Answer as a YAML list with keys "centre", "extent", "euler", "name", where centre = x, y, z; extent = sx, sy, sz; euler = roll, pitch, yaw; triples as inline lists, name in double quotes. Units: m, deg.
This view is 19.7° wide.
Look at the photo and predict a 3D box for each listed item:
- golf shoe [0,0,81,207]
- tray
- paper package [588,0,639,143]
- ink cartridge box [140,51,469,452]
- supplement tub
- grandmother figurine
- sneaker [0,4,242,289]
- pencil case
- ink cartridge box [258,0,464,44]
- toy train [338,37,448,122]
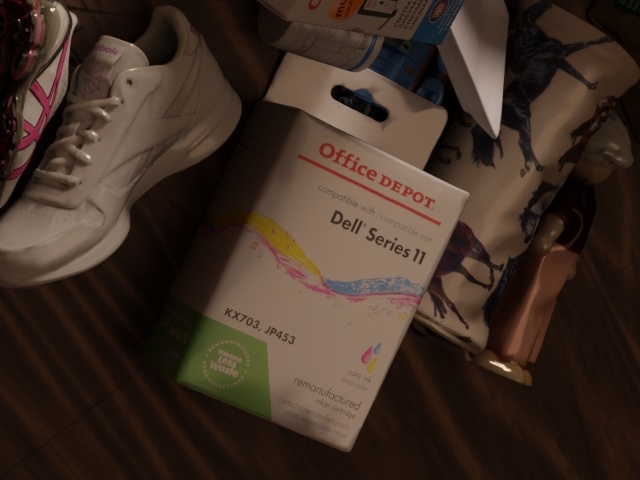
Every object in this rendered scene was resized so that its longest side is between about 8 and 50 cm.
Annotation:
- centre: [-0.244, -0.109, 1.529]
  extent: [0.086, 0.067, 0.186]
  euler: [6, 105, -55]
  name: "golf shoe"
- centre: [0.150, -0.224, 1.869]
  extent: [0.270, 0.030, 0.145]
  euler: [-78, 148, -55]
  name: "tray"
- centre: [0.516, -0.290, 2.305]
  extent: [0.325, 0.168, 0.309]
  euler: [-53, 141, -15]
  name: "paper package"
- centre: [0.000, 0.000, 1.791]
  extent: [0.207, 0.119, 0.353]
  euler: [24, 90, -23]
  name: "ink cartridge box"
- centre: [0.002, -0.206, 1.758]
  extent: [0.107, 0.071, 0.071]
  euler: [15, 99, -34]
  name: "supplement tub"
- centre: [0.277, 0.001, 2.204]
  extent: [0.208, 0.104, 0.342]
  euler: [30, 83, -83]
  name: "grandmother figurine"
- centre: [-0.198, -0.084, 1.587]
  extent: [0.305, 0.114, 0.152]
  euler: [-49, 133, -33]
  name: "sneaker"
- centre: [0.200, -0.073, 2.038]
  extent: [0.410, 0.160, 0.183]
  euler: [-59, 154, -8]
  name: "pencil case"
- centre: [0.024, -0.295, 1.650]
  extent: [0.232, 0.168, 0.171]
  euler: [1, 124, -51]
  name: "ink cartridge box"
- centre: [0.076, -0.168, 1.899]
  extent: [0.105, 0.080, 0.184]
  euler: [30, 87, -45]
  name: "toy train"
